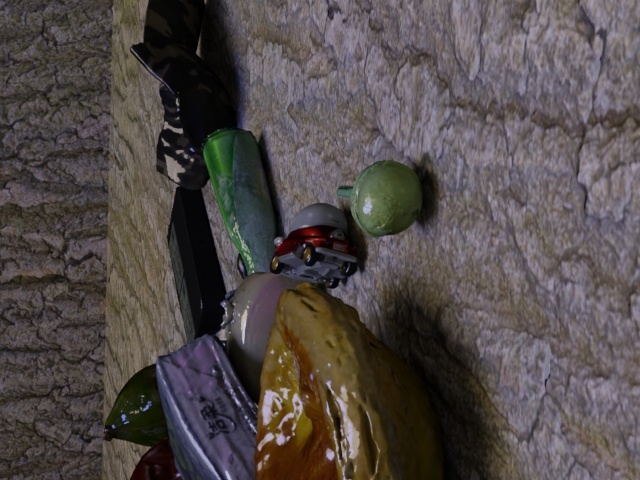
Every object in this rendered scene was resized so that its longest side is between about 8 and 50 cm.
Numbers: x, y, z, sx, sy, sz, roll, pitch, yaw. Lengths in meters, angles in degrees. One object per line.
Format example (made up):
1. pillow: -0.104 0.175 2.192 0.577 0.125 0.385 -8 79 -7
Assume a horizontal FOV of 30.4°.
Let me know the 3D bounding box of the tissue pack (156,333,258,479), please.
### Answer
1. tissue pack: -0.140 0.364 1.866 0.288 0.124 0.394 52 160 28

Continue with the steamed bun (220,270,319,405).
1. steamed bun: -0.082 0.162 1.854 0.170 0.153 0.238 -166 77 -71

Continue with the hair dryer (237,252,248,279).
1. hair dryer: -0.139 0.062 2.218 0.083 0.031 0.079 147 111 -84

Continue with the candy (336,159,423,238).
1. candy: 0.060 -0.058 1.555 0.335 0.092 0.093 -163 55 -79

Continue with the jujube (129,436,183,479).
1. jujube: -0.219 0.538 2.148 0.377 0.276 0.276 -107 23 -47

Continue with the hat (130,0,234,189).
1. hat: -0.245 -0.327 2.337 0.366 0.257 0.381 89 -155 -60

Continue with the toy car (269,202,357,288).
1. toy car: 0.000 0.000 1.691 0.139 0.112 0.112 -25 53 59

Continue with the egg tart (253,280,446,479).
1. egg tart: 0.044 0.269 1.464 0.443 0.178 0.443 175 90 -71

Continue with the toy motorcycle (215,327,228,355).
1. toy motorcycle: -0.135 0.196 2.057 0.215 0.080 0.122 -36 59 25

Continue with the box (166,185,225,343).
1. box: -0.273 0.067 2.551 0.211 0.058 0.350 107 153 -48

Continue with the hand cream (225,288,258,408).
1. hand cream: -0.117 0.218 2.123 0.095 0.059 0.276 124 133 -58

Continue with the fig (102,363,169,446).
1. fig: -0.399 0.383 2.687 0.195 0.245 0.195 30 127 49

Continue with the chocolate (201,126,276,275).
1. chocolate: -0.128 -0.055 2.051 0.110 0.110 0.291 114 145 -53
